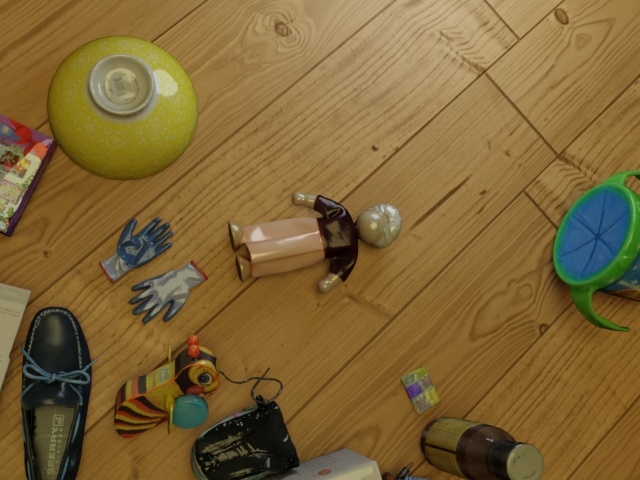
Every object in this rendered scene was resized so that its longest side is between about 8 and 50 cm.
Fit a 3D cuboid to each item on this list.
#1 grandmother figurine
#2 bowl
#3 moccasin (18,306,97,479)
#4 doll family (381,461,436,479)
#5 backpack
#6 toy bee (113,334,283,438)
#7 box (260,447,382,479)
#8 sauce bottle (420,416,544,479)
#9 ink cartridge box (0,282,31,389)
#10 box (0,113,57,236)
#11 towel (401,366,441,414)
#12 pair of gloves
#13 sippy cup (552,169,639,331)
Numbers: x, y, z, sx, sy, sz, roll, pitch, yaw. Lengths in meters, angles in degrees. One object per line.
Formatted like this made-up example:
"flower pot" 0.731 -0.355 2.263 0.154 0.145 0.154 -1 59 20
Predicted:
"grandmother figurine" 0.000 0.000 1.539 0.342 0.104 0.208 -13 93 -11
"bowl" -0.373 -0.271 1.467 0.289 0.156 0.289 2 80 -12
"moccasin" -0.463 0.286 1.380 0.138 0.117 0.342 -5 83 -13
"doll family" 0.155 0.528 1.507 0.111 0.076 0.193 16 73 -5
"backpack" -0.148 0.390 1.432 0.182 0.115 0.152 -17 65 -23
"toy bee" -0.246 0.244 1.405 0.298 0.195 0.162 -28 126 -19
"box" -0.064 0.512 1.383 0.345 0.215 0.168 -14 85 -14
"sauce bottle" 0.290 0.389 1.415 0.111 0.344 0.111 2 83 -13
"ink cartridge box" -0.681 0.169 1.318 0.296 0.066 0.261 19 84 -29
"box" -0.669 -0.157 1.433 0.293 0.057 0.201 25 78 -8
"towel" 0.206 0.306 1.581 0.060 0.009 0.083 -25 88 -14
"pair of gloves" -0.325 0.055 1.496 0.159 0.023 0.198 -38 92 -17
"sippy cup" 0.651 0.025 1.626 0.224 0.240 0.305 22 116 -19
